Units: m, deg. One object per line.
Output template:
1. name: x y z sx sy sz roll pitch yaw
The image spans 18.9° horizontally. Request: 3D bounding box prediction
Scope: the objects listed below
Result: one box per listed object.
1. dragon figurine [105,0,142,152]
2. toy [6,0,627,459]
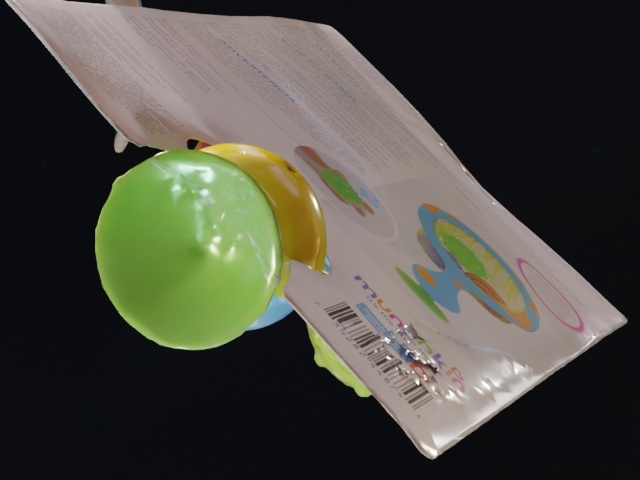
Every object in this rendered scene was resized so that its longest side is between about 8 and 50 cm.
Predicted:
1. dragon figurine: -0.119 -0.181 0.670 0.289 0.085 0.144 53 -163 -21
2. toy: 0.000 0.000 0.511 0.056 0.237 0.137 -46 -100 13
